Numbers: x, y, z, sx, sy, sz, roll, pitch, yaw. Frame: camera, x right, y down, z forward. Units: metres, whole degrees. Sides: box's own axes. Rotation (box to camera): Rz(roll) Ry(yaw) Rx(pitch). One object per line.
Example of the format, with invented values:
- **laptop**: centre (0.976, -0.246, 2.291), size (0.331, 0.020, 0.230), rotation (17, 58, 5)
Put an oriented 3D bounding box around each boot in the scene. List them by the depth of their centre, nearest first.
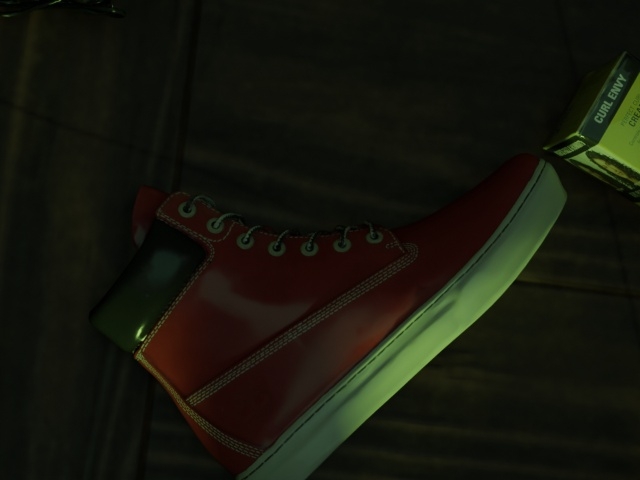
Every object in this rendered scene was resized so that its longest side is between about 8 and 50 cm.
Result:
- **boot**: centre (0.000, 0.000, 0.971), size (0.244, 0.088, 0.176), rotation (-42, 89, -5)

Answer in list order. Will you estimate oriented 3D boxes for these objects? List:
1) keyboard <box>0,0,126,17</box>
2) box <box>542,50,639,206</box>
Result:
- **keyboard**: centre (-0.170, -0.163, 0.997), size (0.192, 0.038, 0.100), rotation (1, 61, -6)
- **box**: centre (0.243, -0.018, 1.000), size (0.232, 0.087, 0.058), rotation (31, 84, -4)
